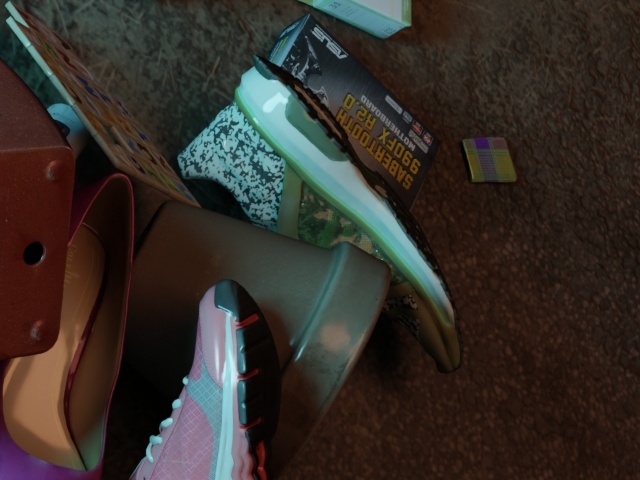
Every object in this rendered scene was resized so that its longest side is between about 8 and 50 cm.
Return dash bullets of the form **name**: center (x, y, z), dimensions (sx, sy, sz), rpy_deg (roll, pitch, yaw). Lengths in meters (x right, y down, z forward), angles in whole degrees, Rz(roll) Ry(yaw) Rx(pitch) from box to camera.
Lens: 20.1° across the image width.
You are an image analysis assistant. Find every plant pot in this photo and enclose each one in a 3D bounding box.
- **plant pot**: center (-0.347, -0.017, 1.499), dimensions (0.267, 0.235, 0.267), rpy_deg (-8, 113, -44)
- **plant pot**: center (-0.091, 0.080, 1.777), dimensions (0.229, 0.263, 0.263), rpy_deg (30, 53, -8)

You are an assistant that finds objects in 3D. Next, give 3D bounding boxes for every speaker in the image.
- **speaker**: center (-0.279, -0.074, 1.785), dimensions (0.055, 0.055, 0.136), rpy_deg (46, 49, -17)

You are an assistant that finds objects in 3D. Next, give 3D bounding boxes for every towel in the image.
- **towel**: center (0.211, -0.100, 2.261), dimensions (0.083, 0.009, 0.060), rpy_deg (-4, 76, -42)

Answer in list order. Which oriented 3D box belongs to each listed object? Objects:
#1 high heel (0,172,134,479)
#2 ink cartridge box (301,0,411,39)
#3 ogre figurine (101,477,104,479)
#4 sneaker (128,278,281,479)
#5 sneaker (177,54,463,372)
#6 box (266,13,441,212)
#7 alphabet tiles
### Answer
- **high heel**: center (-0.224, 0.111, 1.591), dimensions (0.127, 0.181, 0.377), rpy_deg (18, 40, -30)
- **ink cartridge box**: center (0.006, -0.358, 2.160), dimensions (0.235, 0.056, 0.171), rpy_deg (20, 60, -37)
- **ogre figurine**: center (-0.218, 0.269, 1.659), dimensions (0.118, 0.097, 0.197), rpy_deg (39, 6, -29)
- **sneaker**: center (-0.113, 0.191, 1.615), dimensions (0.116, 0.136, 0.314), rpy_deg (8, 82, -76)
- **sneaker**: center (0.000, 0.000, 1.947), dimensions (0.410, 0.182, 0.158), rpy_deg (51, 10, -16)
- **box**: center (0.018, -0.117, 2.064), dimensions (0.231, 0.056, 0.183), rpy_deg (43, 49, -20)
- **alphabet tiles**: center (-0.221, -0.136, 1.790), dimensions (0.237, 0.009, 0.198), rpy_deg (52, 8, 21)
